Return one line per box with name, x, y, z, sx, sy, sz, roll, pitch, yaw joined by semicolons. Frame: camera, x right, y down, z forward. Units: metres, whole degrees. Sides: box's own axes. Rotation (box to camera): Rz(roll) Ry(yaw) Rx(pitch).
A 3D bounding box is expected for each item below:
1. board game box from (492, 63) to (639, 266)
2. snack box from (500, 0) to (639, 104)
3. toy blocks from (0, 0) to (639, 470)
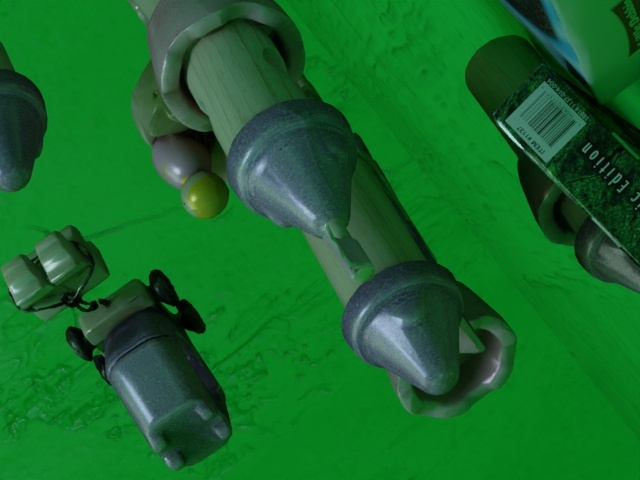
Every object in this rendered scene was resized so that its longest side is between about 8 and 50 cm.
board game box;0.147;0.005;0.749;0.136;0.030;0.260;50;-168;15
snack box;-0.003;-0.203;0.660;0.322;0.060;0.187;51;-179;32
toy blocks;0.000;0.000;0.911;0.288;0.309;0.260;51;-173;-47
